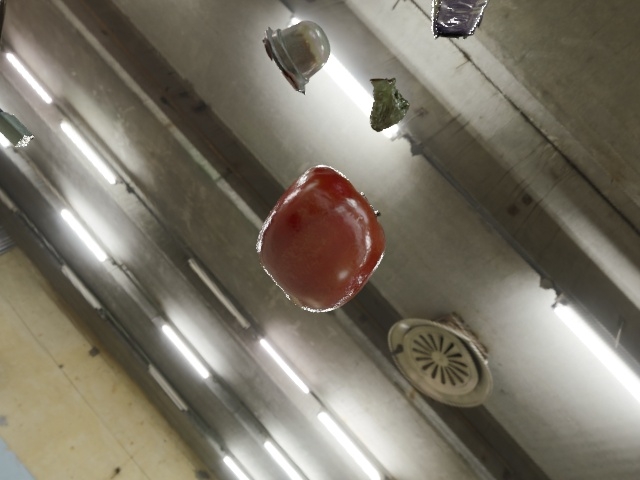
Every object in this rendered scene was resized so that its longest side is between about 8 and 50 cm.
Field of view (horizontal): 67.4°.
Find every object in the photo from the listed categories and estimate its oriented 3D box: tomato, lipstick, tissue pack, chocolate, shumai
[{"bbox_3d":[0.000,0.000,1.118,0.293,0.290,0.325,49,-5,-12],"label":"tomato"},{"bbox_3d":[-0.471,-0.184,0.700,0.025,0.025,0.107,-43,-83,13],"label":"lipstick"},{"bbox_3d":[0.286,-0.578,0.949,0.125,0.343,0.243,3,-85,10],"label":"tissue pack"},{"bbox_3d":[-0.048,-0.529,1.335,0.147,0.221,0.221,-25,-78,26],"label":"chocolate"},{"bbox_3d":[0.104,-0.235,0.811,0.082,0.083,0.080,-38,-68,14],"label":"shumai"}]

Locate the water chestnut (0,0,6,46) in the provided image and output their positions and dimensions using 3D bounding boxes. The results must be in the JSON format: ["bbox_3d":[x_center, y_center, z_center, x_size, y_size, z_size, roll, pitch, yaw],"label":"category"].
[{"bbox_3d":[-0.480,-0.212,0.490,0.335,0.335,0.347,-3,-52,44],"label":"water chestnut"}]
